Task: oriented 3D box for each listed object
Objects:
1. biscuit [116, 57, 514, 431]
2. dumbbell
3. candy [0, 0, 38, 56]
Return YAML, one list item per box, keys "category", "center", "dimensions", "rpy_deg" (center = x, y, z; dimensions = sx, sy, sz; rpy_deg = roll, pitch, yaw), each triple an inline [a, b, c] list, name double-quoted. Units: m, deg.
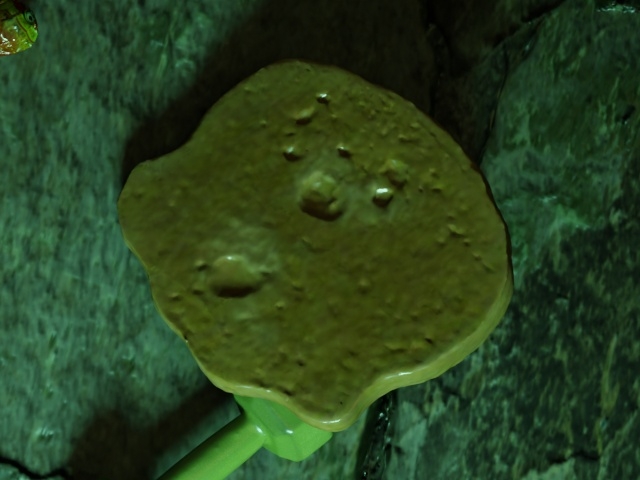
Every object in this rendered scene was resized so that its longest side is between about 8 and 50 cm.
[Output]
- category: "biscuit"
  center: [0.000, 0.001, 1.760]
  dimensions: [0.365, 0.062, 0.385]
  rpy_deg: [-38, 73, -9]
- category: "dumbbell"
  center: [-0.124, 0.240, 1.756]
  dimensions: [0.302, 0.121, 0.108]
  rpy_deg: [-38, 116, -19]
- category: "candy"
  center: [-0.381, -0.186, 1.724]
  dimensions: [0.201, 0.060, 0.060]
  rpy_deg: [-32, 98, -12]
